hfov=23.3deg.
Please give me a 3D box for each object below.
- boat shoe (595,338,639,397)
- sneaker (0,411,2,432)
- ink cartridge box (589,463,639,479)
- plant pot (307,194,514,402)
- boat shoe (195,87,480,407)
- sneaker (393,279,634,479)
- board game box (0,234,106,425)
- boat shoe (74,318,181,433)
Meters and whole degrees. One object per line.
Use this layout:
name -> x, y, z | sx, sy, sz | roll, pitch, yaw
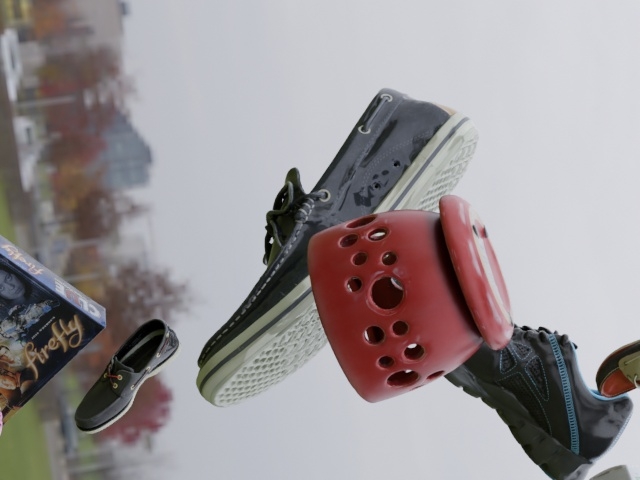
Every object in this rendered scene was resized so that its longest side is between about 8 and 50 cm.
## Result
boat shoe -> 0.335, 0.127, 1.582 | 0.137, 0.049, 0.043 | -40, -145, 35
sneaker -> -0.337, 0.143, 1.454 | 0.057, 0.047, 0.119 | -92, 162, -80
ink cartridge box -> 0.389, 0.367, 1.762 | 0.181, 0.056, 0.224 | 20, 45, -63
plant pot -> 0.100, 0.055, 1.609 | 0.191, 0.174, 0.191 | -19, 90, -78
boat shoe -> 0.000, 0.000, 1.899 | 0.156, 0.500, 0.187 | 35, -23, 14
sneaker -> 0.226, 0.139, 1.868 | 0.341, 0.139, 0.125 | 42, 7, -9
board game box -> -0.386, 0.122, 1.759 | 0.165, 0.243, 0.042 | 38, 18, -27
boat shoe -> -0.193, 0.130, 1.506 | 0.049, 0.133, 0.042 | 33, -19, 36
